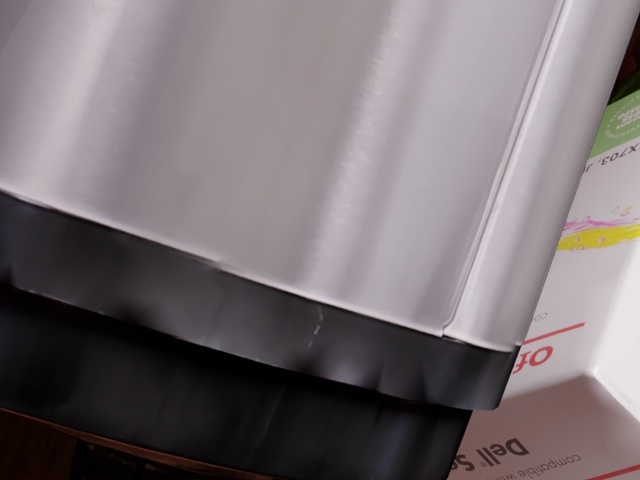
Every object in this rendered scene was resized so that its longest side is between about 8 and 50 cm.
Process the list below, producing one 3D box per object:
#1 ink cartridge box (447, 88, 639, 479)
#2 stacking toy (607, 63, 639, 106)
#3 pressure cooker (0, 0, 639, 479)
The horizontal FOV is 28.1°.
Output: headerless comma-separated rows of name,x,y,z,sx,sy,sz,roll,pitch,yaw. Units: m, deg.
ink cartridge box,0.150,0.068,0.787,0.119,0.207,0.353,45,47,-17
stacking toy,0.383,-0.170,1.049,0.130,0.279,0.309,43,43,-2
pressure cooker,-0.072,-0.082,0.504,0.370,0.375,0.420,18,90,4
